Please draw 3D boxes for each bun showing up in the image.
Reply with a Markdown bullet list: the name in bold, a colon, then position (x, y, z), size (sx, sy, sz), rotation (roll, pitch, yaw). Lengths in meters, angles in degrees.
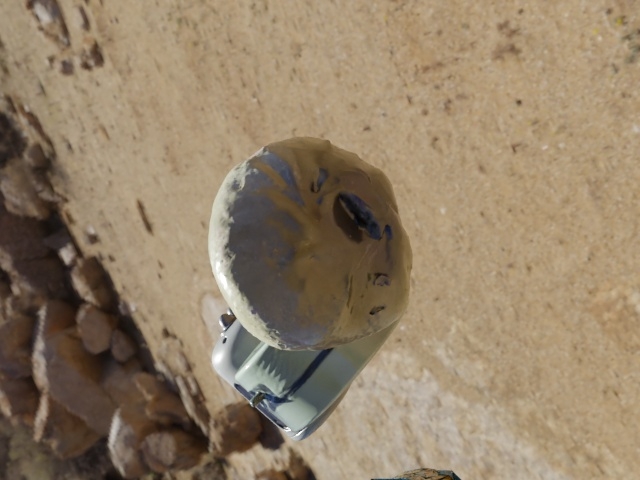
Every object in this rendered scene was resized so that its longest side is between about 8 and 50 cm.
- **bun**: position (-0.004, -0.003, 0.987), size (0.168, 0.272, 0.273), rotation (-39, 76, 50)

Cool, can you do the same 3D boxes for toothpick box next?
- **toothpick box**: position (-0.099, 0.266, 1.866), size (0.316, 0.229, 0.229), rotation (41, 161, -2)

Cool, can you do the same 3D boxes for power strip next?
- **power strip**: position (-0.002, 0.191, 1.560), size (0.161, 0.357, 0.357), rotation (42, 160, 0)

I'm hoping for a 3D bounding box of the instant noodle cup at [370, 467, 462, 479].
- **instant noodle cup**: position (0.173, 0.516, 1.491), size (0.240, 0.240, 0.178), rotation (63, -161, 9)
